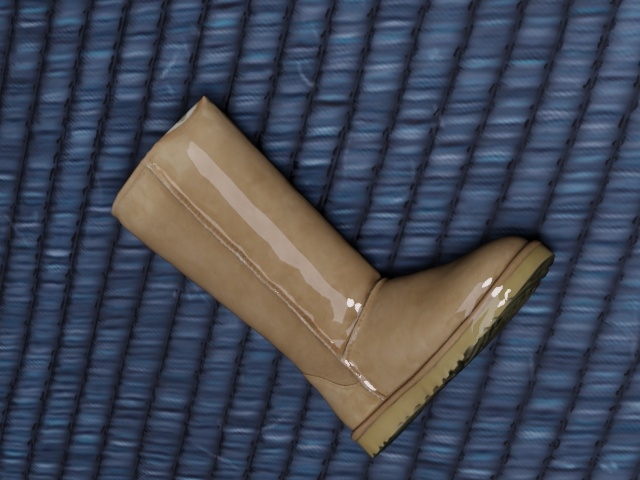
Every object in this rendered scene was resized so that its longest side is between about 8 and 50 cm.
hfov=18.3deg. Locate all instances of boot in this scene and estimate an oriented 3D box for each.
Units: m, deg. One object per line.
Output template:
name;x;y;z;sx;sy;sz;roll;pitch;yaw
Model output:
boot;0.000;0.000;1.397;0.269;0.089;0.236;45;125;6
